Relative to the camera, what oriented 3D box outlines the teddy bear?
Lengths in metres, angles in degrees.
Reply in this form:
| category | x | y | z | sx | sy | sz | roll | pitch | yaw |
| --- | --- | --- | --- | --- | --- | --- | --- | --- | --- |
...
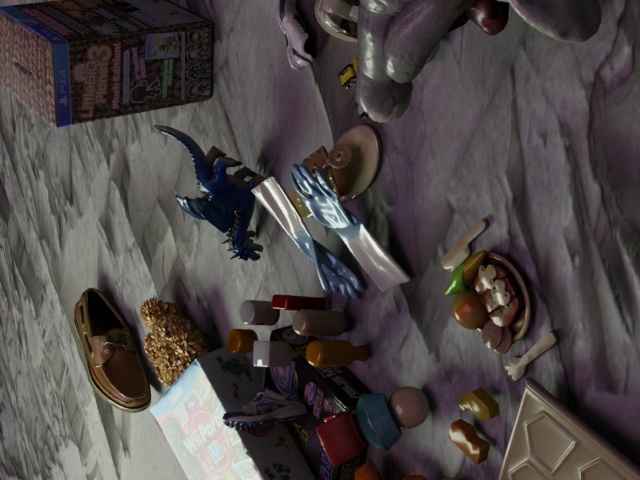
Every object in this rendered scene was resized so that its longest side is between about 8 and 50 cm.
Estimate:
| category | x | y | z | sx | sy | sz | roll | pitch | yaw |
| --- | --- | --- | --- | --- | --- | --- | --- | --- | --- |
| teddy bear | -0.257 | 0.246 | 2.136 | 0.338 | 0.113 | 0.245 | 53 | 143 | 29 |

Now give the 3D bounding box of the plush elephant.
| category | x | y | z | sx | sy | sz | roll | pitch | yaw |
| --- | --- | --- | --- | --- | --- | --- | --- | --- | --- |
| plush elephant | 0.181 | -0.289 | 1.184 | 0.255 | 0.272 | 0.330 | 15 | 160 | 14 |

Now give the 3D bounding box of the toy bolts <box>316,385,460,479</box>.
| category | x | y | z | sx | sy | sz | roll | pitch | yaw |
| --- | --- | --- | --- | --- | --- | --- | --- | --- | --- |
| toy bolts | 0.115 | 0.320 | 1.644 | 0.228 | 0.158 | 0.218 | 65 | -173 | -3 |

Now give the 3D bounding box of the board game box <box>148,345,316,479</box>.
| category | x | y | z | sx | sy | sz | roll | pitch | yaw |
| --- | --- | --- | --- | --- | --- | --- | --- | --- | --- |
| board game box | -0.142 | 0.355 | 1.881 | 0.303 | 0.097 | 0.224 | 59 | 139 | 14 |

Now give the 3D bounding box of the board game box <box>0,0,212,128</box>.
| category | x | y | z | sx | sy | sz | roll | pitch | yaw |
| --- | --- | --- | --- | --- | --- | --- | --- | --- | --- |
| board game box | -0.363 | -0.313 | 1.898 | 0.232 | 0.291 | 0.141 | 34 | 129 | 45 |

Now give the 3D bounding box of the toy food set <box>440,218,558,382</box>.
| category | x | y | z | sx | sy | sz | roll | pitch | yaw |
| --- | --- | --- | --- | --- | --- | --- | --- | --- | --- |
| toy food set | 0.215 | 0.079 | 1.437 | 0.192 | 0.038 | 0.132 | 60 | 144 | 20 |

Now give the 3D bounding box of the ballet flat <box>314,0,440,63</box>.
| category | x | y | z | sx | sy | sz | roll | pitch | yaw |
| --- | --- | --- | --- | --- | --- | --- | --- | --- | --- |
| ballet flat | 0.054 | -0.296 | 1.476 | 0.248 | 0.086 | 0.086 | 30 | 127 | 44 |

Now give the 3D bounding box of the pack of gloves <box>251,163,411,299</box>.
| category | x | y | z | sx | sy | sz | roll | pitch | yaw |
| --- | --- | --- | --- | --- | --- | --- | --- | --- | --- |
| pack of gloves | 0.000 | 0.000 | 1.638 | 0.232 | 0.046 | 0.195 | 50 | 152 | -8 |

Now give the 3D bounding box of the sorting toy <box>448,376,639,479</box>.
| category | x | y | z | sx | sy | sz | roll | pitch | yaw |
| --- | --- | --- | --- | --- | --- | --- | --- | --- | --- |
| sorting toy | 0.286 | 0.282 | 1.424 | 0.307 | 0.041 | 0.229 | 41 | 139 | 40 |

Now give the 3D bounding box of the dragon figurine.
| category | x | y | z | sx | sy | sz | roll | pitch | yaw |
| --- | --- | --- | --- | --- | --- | --- | --- | --- | --- |
| dragon figurine | -0.169 | -0.067 | 1.798 | 0.085 | 0.289 | 0.144 | 31 | 90 | 44 |

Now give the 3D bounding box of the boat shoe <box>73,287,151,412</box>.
| category | x | y | z | sx | sy | sz | roll | pitch | yaw |
| --- | --- | --- | --- | --- | --- | --- | --- | --- | --- |
| boat shoe | -0.452 | 0.231 | 2.413 | 0.307 | 0.111 | 0.104 | 50 | 140 | 32 |

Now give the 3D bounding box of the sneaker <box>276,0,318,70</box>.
| category | x | y | z | sx | sy | sz | roll | pitch | yaw |
| --- | --- | --- | --- | --- | --- | --- | --- | --- | --- |
| sneaker | -0.032 | -0.307 | 1.651 | 0.044 | 0.040 | 0.109 | -13 | 95 | 40 |

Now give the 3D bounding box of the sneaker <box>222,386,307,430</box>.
| category | x | y | z | sx | sy | sz | roll | pitch | yaw |
| --- | --- | --- | --- | --- | --- | --- | --- | --- | --- |
| sneaker | -0.091 | 0.263 | 1.776 | 0.052 | 0.135 | 0.058 | 121 | 138 | -60 |

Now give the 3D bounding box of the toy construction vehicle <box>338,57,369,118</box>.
| category | x | y | z | sx | sy | sz | roll | pitch | yaw |
| --- | --- | --- | --- | --- | --- | --- | --- | --- | --- |
| toy construction vehicle | 0.070 | -0.215 | 1.541 | 0.098 | 0.035 | 0.086 | -41 | 58 | 51 |

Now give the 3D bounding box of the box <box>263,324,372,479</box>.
| category | x | y | z | sx | sy | sz | roll | pitch | yaw |
| --- | --- | --- | --- | --- | --- | --- | --- | --- | --- |
| box | -0.014 | 0.304 | 1.846 | 0.216 | 0.060 | 0.270 | 41 | 134 | 39 |

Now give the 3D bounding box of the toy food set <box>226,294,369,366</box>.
| category | x | y | z | sx | sy | sz | roll | pitch | yaw |
| --- | --- | --- | --- | --- | --- | --- | --- | --- | --- |
| toy food set | -0.036 | 0.142 | 1.757 | 0.232 | 0.104 | 0.111 | -4 | 82 | 48 |

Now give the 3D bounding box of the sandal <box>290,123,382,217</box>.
| category | x | y | z | sx | sy | sz | roll | pitch | yaw |
| --- | --- | --- | --- | --- | --- | --- | --- | --- | --- |
| sandal | -0.001 | -0.087 | 1.648 | 0.240 | 0.079 | 0.088 | -38 | 71 | 54 |
